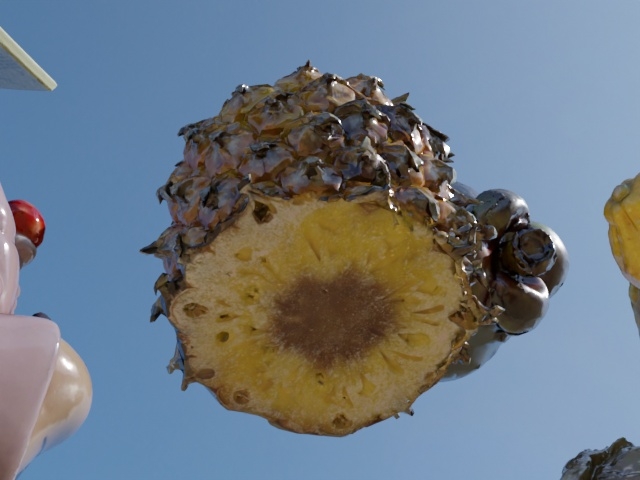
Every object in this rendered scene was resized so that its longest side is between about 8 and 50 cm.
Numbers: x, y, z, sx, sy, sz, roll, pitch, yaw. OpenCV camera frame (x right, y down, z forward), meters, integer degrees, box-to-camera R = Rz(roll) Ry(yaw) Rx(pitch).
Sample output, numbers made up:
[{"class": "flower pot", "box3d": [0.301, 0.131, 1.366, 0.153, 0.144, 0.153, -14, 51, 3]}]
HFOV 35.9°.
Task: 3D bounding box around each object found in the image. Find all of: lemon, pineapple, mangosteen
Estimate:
[{"class": "lemon", "box3d": [0.303, -0.001, 0.818, 0.155, 0.114, 0.114, 27, -58, -11]}, {"class": "pineapple", "box3d": [-0.001, -0.003, 1.003, 0.352, 0.300, 0.353, 0, -52, 1]}, {"class": "mangosteen", "box3d": [0.222, 0.053, 1.781, 0.421, 0.381, 0.381, -33, -56, 21]}]

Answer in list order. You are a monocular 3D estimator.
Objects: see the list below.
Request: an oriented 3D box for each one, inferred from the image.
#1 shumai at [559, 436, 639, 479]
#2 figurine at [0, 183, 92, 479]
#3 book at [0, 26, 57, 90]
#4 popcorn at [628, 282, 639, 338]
[{"class": "shumai", "box3d": [0.399, 0.303, 0.986, 0.262, 0.267, 0.314, -29, -41, 21]}, {"class": "figurine", "box3d": [-0.219, 0.056, 0.630, 0.186, 0.288, 0.176, 21, -44, -30]}, {"class": "book", "box3d": [-0.556, -0.344, 1.348, 0.268, 0.032, 0.389, 11, -30, 46]}, {"class": "popcorn", "box3d": [0.516, 0.078, 1.098, 0.334, 0.292, 0.294, -14, -57, -25]}]
